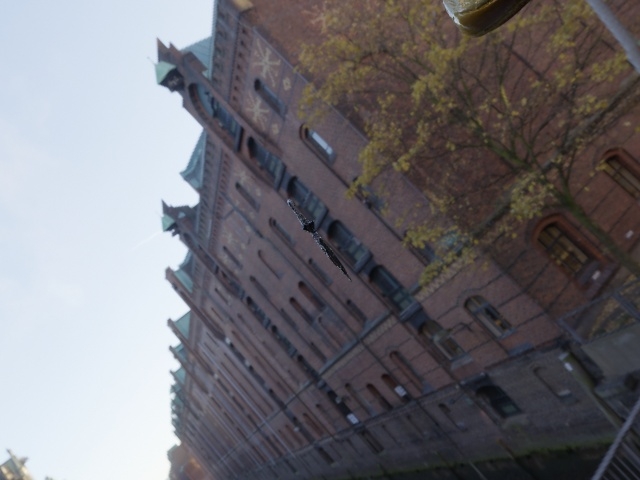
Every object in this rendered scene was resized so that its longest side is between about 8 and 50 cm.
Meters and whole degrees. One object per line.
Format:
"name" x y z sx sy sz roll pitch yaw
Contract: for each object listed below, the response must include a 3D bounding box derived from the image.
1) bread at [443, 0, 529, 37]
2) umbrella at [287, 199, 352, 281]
"bread" 0.356 -0.504 0.989 0.236 0.106 0.140 -42 -24 23
"umbrella" -0.002 0.001 0.741 0.022 0.148 0.022 -38 4 -21
